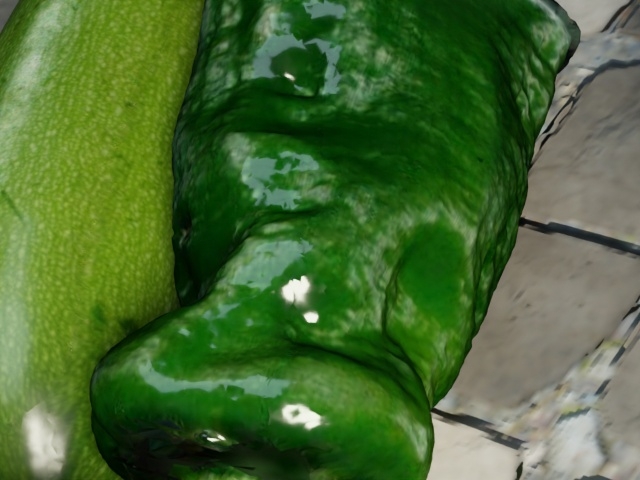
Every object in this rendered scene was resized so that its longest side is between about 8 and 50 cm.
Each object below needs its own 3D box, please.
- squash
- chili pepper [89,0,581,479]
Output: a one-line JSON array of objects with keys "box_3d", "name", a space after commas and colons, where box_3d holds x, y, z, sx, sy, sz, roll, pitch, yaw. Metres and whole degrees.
[{"box_3d": [-0.072, -0.054, 0.722, 0.107, 0.107, 0.395, -5, 47, 25], "name": "squash"}, {"box_3d": [0.000, 0.000, 0.615, 0.099, 0.136, 0.270, -29, 32, 39], "name": "chili pepper"}]
